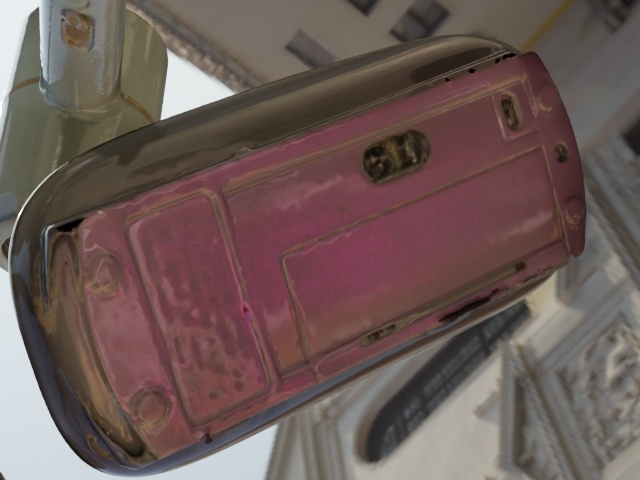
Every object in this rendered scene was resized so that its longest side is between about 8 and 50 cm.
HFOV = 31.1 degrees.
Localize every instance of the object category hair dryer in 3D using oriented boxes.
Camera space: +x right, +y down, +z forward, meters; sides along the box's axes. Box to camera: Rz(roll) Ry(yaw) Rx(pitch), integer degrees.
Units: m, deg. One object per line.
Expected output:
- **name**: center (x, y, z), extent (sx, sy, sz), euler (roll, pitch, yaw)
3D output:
- **hair dryer**: center (-0.140, -0.126, 0.653), extent (0.107, 0.357, 0.173), euler (6, -121, -8)

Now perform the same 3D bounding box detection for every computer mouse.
- **computer mouse**: center (0.000, 0.000, 0.564), extent (0.072, 0.310, 0.158), euler (4, 114, 59)

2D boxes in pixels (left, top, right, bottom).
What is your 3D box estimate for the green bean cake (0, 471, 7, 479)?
- **green bean cake**: center (-0.241, 0.217, 0.638), extent (0.198, 0.097, 0.233), euler (64, -163, -52)
